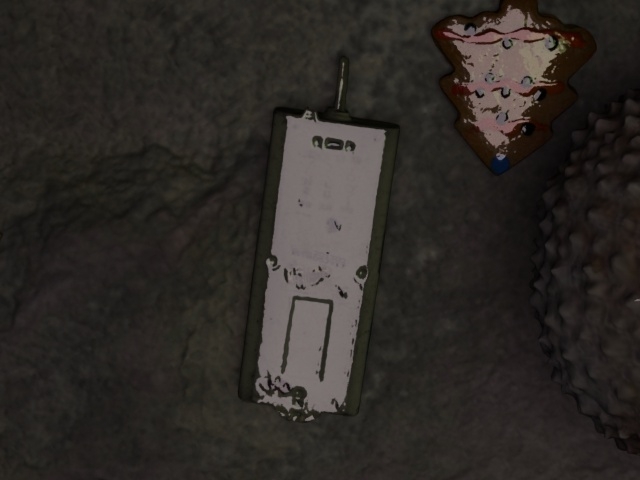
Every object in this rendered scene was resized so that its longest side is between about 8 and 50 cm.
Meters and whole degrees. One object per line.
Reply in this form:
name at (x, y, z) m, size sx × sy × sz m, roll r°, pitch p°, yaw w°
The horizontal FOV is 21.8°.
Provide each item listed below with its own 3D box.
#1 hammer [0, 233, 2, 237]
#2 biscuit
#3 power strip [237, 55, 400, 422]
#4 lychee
hammer at (-0.292, -0.024, 1.213) m, size 0.123 × 0.014 × 0.029 m, roll 22°, pitch 109°, yaw -6°
biscuit at (0.136, -0.109, 1.183) m, size 0.119 × 0.019 × 0.130 m, roll 4°, pitch 102°, yaw 0°
power strip at (0.000, 0.000, 1.199) m, size 0.092 × 0.034 × 0.268 m, roll 8°, pitch 101°, yaw 0°
lychee at (0.279, 0.025, 1.081) m, size 0.300 × 0.300 × 0.300 m, roll 0°, pitch 101°, yaw 1°
